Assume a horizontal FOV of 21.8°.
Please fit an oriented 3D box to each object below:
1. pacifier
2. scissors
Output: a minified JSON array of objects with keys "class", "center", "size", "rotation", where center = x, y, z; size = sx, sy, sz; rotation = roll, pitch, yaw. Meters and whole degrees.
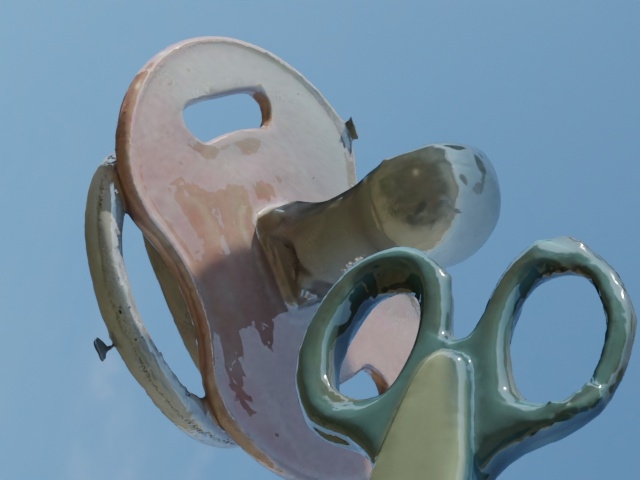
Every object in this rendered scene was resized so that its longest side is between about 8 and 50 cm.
[{"class":"pacifier","center":[-0.011,0.006,1.132],"size":[0.273,0.220,0.332],"rotation":[-22,-92,4]},{"class":"scissors","center":[0.031,0.114,0.587],"size":[0.138,0.041,0.289],"rotation":[-3,-132,26]}]
